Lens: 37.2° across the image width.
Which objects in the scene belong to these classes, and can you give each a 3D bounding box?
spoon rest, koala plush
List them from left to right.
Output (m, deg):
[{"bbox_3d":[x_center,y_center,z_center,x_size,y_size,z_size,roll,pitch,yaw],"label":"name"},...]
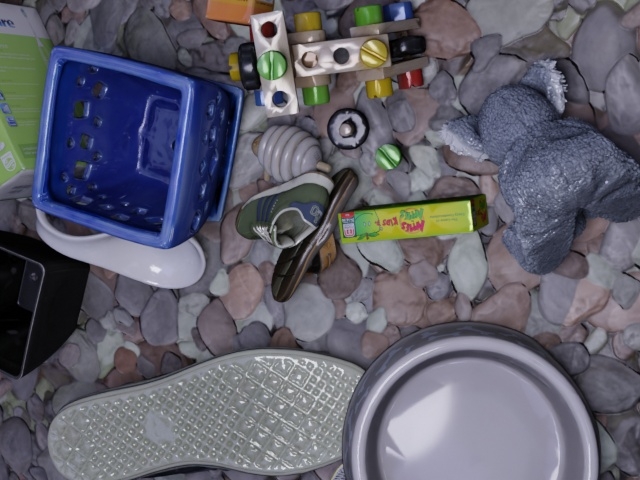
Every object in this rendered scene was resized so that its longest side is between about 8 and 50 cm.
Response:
[{"bbox_3d":[-0.306,0.003,1.432,0.276,0.084,0.137,18,136,2],"label":"spoon rest"},{"bbox_3d":[0.268,-0.110,1.169,0.196,0.203,0.221,-33,60,9],"label":"koala plush"}]

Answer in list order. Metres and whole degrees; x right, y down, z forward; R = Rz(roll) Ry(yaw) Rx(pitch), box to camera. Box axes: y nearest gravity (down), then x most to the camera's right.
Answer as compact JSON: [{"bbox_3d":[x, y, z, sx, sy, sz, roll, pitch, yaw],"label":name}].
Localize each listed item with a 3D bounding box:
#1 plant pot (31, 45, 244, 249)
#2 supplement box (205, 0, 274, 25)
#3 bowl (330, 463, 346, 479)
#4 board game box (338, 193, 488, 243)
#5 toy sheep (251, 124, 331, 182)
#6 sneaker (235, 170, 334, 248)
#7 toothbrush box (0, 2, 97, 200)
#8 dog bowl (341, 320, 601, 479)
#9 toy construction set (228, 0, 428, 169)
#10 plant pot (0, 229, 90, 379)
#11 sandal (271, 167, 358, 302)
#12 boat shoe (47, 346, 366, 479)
[{"bbox_3d":[-0.243,-0.137,1.352,0.235,0.212,0.236,16,103,19],"label":"plant pot"},{"bbox_3d":[-0.100,-0.420,1.329,0.078,0.080,0.234,12,99,19],"label":"supplement box"},{"bbox_3d":[0.100,0.369,1.347,0.170,0.080,0.170,3,98,22],"label":"bowl"},{"bbox_3d":[0.125,-0.029,1.277,0.181,0.092,0.043,-5,96,23],"label":"board game box"},{"bbox_3d":[-0.041,-0.118,1.341,0.132,0.091,0.091,18,104,22],"label":"toy sheep"},{"bbox_3d":[-0.061,-0.025,1.329,0.064,0.086,0.192,34,140,-29],"label":"sneaker"},{"bbox_3d":[-0.479,-0.212,1.444,0.122,0.206,0.283,-26,87,24],"label":"toothbrush box"},{"bbox_3d":[0.195,0.276,1.228,0.348,0.102,0.349,-1,84,5],"label":"dog bowl"},{"bbox_3d":[0.017,-0.267,1.196,0.257,0.237,0.309,20,102,7],"label":"toy construction set"},{"bbox_3d":[-0.476,0.084,1.503,0.188,0.167,0.188,21,104,18],"label":"plant pot"},{"bbox_3d":[0.000,0.000,1.352,0.060,0.090,0.219,28,98,-21],"label":"sandal"},{"bbox_3d":[-0.149,0.258,1.403,0.499,0.156,0.187,-11,88,12],"label":"boat shoe"}]
